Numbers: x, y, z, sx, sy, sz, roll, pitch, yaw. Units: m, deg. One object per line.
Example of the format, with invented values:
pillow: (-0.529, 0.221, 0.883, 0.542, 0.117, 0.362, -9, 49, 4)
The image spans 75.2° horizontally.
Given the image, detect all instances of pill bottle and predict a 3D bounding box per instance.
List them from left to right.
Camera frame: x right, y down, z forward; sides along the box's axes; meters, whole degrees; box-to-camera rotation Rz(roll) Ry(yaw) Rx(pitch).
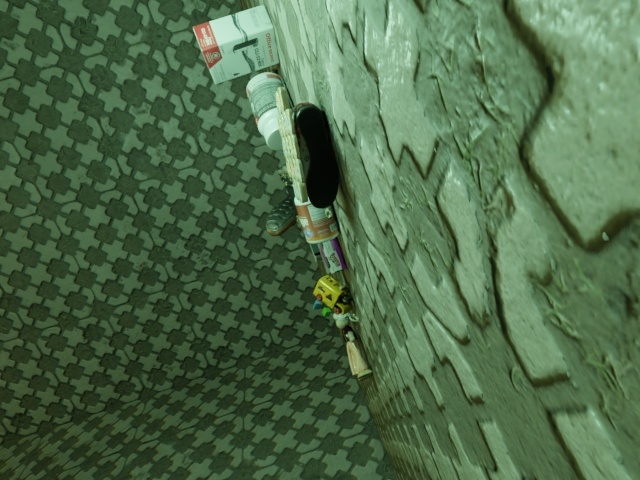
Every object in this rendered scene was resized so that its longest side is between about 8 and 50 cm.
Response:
pill bottle: (-0.184, -0.507, 1.646, 0.161, 0.161, 0.283, 80, 171, -65)
pill bottle: (-0.019, -0.107, 1.424, 0.121, 0.121, 0.216, -120, 13, -73)

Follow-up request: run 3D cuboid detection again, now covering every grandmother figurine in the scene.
grandmother figurine: (0.148, 0.488, 1.994, 0.207, 0.104, 0.342, 95, 156, -57)

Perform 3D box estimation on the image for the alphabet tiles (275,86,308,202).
alphabet tiles: (-0.074, -0.241, 1.069, 0.278, 0.021, 0.284, -135, 32, -75)

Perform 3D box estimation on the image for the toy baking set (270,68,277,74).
toy baking set: (-0.185, -0.684, 1.896, 0.256, 0.030, 0.196, -129, 18, -81)

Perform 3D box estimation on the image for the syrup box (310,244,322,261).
syrup box: (-0.014, -0.027, 1.948, 0.096, 0.093, 0.236, 82, 169, -64)

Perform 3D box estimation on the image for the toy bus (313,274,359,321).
toy bus: (0.073, 0.231, 1.758, 0.191, 0.202, 0.104, -103, 30, -59)

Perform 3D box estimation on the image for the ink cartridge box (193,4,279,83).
ink cartridge box: (-0.303, -0.727, 1.552, 0.197, 0.273, 0.114, 86, 162, -75)

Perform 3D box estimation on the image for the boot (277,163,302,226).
boot: (-0.085, -0.210, 1.883, 0.377, 0.138, 0.284, -164, 56, -79)

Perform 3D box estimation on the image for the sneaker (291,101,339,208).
sneaker: (-0.017, -0.229, 1.095, 0.145, 0.090, 0.270, -113, 9, -62)

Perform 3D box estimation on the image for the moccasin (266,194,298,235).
moccasin: (-0.153, -0.128, 2.032, 0.380, 0.139, 0.146, -66, -20, -53)

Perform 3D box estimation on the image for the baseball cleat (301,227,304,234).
baseball cleat: (-0.056, -0.073, 2.120, 0.205, 0.072, 0.109, -72, 1, -48)

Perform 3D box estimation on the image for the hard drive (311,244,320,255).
hard drive: (0.000, 0.000, 1.852, 0.022, 0.094, 0.135, 78, 173, -51)

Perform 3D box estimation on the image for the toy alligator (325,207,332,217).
toy alligator: (0.013, -0.165, 1.268, 0.051, 0.056, 0.189, -43, -56, -46)

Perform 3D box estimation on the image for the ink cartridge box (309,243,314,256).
ink cartridge box: (-0.014, 0.012, 2.182, 0.208, 0.087, 0.153, -122, 16, -79)

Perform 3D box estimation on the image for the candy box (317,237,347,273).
candy box: (0.041, 0.053, 1.683, 0.233, 0.071, 0.159, 106, 146, -84)
